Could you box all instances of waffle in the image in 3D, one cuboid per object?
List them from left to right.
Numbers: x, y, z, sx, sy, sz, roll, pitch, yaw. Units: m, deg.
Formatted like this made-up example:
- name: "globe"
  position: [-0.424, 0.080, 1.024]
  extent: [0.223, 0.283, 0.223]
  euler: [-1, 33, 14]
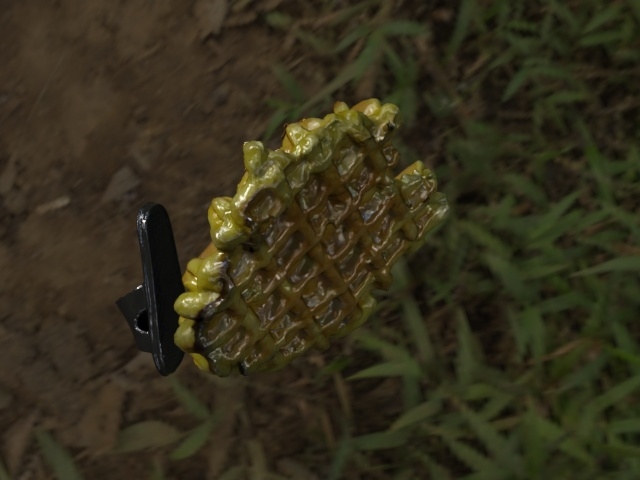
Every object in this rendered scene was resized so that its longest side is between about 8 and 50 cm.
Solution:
- name: "waffle"
  position: [-0.005, -0.001, 1.665]
  extent: [0.058, 0.301, 0.281]
  euler: [42, 105, 29]

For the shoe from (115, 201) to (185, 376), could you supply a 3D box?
- name: "shoe"
  position: [-0.157, 0.043, 1.744]
  extent: [0.053, 0.062, 0.159]
  euler: [1, 105, 22]
